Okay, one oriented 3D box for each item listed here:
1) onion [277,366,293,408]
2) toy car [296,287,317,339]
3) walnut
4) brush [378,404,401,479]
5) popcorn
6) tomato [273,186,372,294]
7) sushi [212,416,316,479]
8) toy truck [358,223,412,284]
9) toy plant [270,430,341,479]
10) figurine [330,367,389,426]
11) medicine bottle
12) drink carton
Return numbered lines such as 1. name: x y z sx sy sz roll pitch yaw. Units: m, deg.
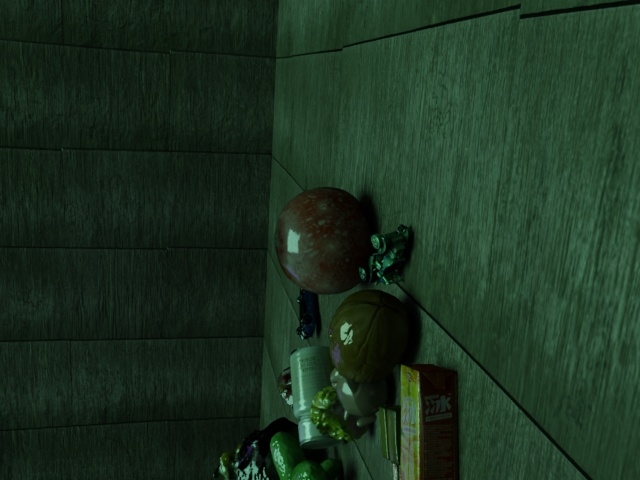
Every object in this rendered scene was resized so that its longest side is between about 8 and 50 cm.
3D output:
1. onion: -0.059 0.488 2.168 0.098 0.151 0.206 -52 34 10
2. toy car: -0.043 0.229 2.180 0.103 0.063 0.216 108 165 -54
3. walnut: 0.095 0.190 1.288 0.207 0.168 0.167 106 161 -47
4. brush: 0.155 0.442 1.259 0.103 0.047 0.233 139 129 -74
5. popcorn: 0.046 0.408 1.542 0.126 0.145 0.125 -124 30 -83
6. tomato: 0.000 0.000 1.589 0.270 0.227 0.270 -179 90 -75
7. sushi: -0.190 0.751 2.064 0.328 0.286 0.328 -31 -72 -65
8. toy truck: 0.138 0.041 1.304 0.078 0.080 0.154 58 153 28
9. toy plant: -0.039 0.731 1.778 0.317 0.211 0.355 -166 77 -71
10. figurine: 0.086 0.318 1.397 0.125 0.125 0.137 -137 23 -74
11. medicine bottle: -0.008 0.433 1.796 0.143 0.144 0.257 110 159 -58
12. drink carton: 0.180 0.322 1.085 0.096 0.071 0.222 157 115 -78
